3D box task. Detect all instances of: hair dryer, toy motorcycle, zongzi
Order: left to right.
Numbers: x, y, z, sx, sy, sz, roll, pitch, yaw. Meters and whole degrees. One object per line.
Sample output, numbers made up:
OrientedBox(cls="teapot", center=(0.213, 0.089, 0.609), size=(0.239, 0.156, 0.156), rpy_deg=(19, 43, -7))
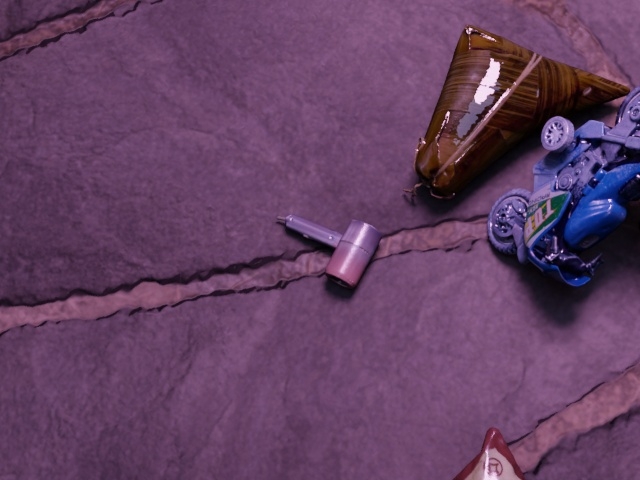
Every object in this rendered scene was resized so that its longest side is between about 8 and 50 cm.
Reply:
OrientedBox(cls="hair dryer", center=(0.000, 0.000, 1.339), size=(0.114, 0.037, 0.063), rpy_deg=(24, 76, 24))
OrientedBox(cls="zongzi", center=(0.200, -0.106, 1.329), size=(0.184, 0.084, 0.187), rpy_deg=(21, 81, 5))
OrientedBox(cls="toy motorcycle", center=(0.258, -0.044, 1.235), size=(0.254, 0.092, 0.136), rpy_deg=(-42, 47, 34))

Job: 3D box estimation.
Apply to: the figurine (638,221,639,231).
OrientedBox(cls="figurine", center=(0.451, -0.138, 1.266), size=(0.218, 0.206, 0.365), rpy_deg=(31, 98, 11))

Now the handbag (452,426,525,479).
OrientedBox(cls="handbag", center=(0.152, 0.322, 1.150), size=(0.213, 0.127, 0.235), rpy_deg=(-41, 82, -6))
